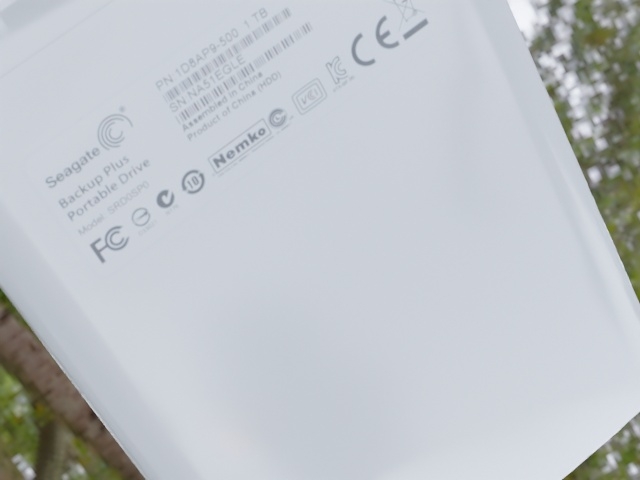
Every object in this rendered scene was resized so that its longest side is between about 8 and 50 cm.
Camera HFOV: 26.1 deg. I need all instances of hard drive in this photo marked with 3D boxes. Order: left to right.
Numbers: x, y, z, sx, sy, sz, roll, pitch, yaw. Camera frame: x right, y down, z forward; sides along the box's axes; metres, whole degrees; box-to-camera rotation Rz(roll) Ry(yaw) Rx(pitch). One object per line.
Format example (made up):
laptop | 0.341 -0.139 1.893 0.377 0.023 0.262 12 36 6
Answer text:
hard drive | 0.000 0.000 0.577 0.233 0.353 0.047 -38 -149 -12
